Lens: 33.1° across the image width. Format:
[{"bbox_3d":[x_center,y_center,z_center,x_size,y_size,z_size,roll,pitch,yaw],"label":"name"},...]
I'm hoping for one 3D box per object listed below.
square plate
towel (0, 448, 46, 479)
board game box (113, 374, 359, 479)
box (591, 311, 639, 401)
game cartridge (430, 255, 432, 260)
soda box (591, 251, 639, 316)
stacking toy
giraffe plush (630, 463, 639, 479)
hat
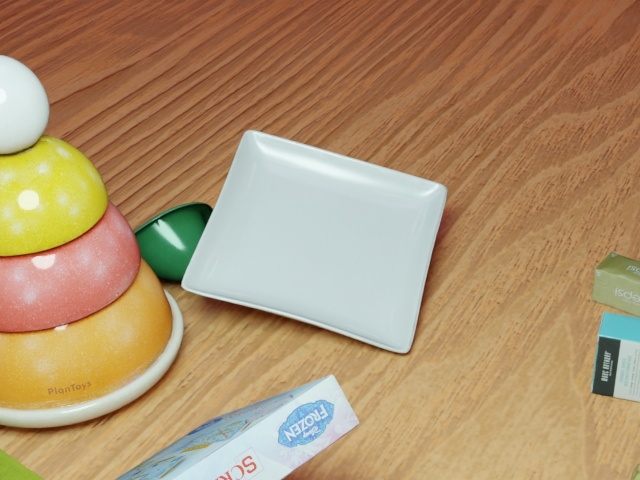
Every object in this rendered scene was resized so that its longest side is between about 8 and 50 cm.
[{"bbox_3d":[0.000,0.000,1.663,0.347,0.049,0.344,16,51,3],"label":"square plate"},{"bbox_3d":[-0.429,0.302,1.363,0.237,0.021,0.102,22,41,33],"label":"towel"},{"bbox_3d":[-0.162,0.273,1.171,0.318,0.066,0.318,-29,0,-34],"label":"board game box"},{"bbox_3d":[0.490,0.170,1.424,0.244,0.101,0.060,9,33,18],"label":"box"},{"bbox_3d":[0.034,-0.015,1.801,0.297,0.062,0.198,-3,28,0],"label":"game cartridge"},{"bbox_3d":[0.499,0.080,1.600,0.181,0.061,0.058,21,40,33],"label":"soda box"},{"bbox_3d":[-0.378,-0.023,1.444,0.350,0.480,0.351,-2,32,1],"label":"stacking toy"},{"bbox_3d":[0.467,0.289,1.201,0.170,0.210,0.181,32,34,1],"label":"giraffe plush"},{"bbox_3d":[-0.195,0.057,1.679,0.184,0.208,0.173,57,16,17],"label":"hat"}]
